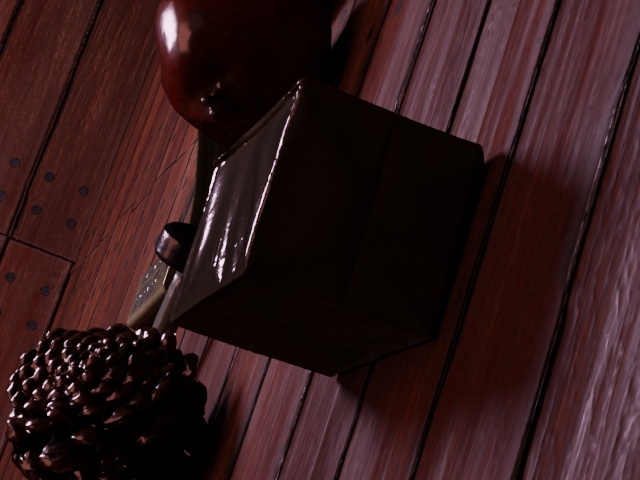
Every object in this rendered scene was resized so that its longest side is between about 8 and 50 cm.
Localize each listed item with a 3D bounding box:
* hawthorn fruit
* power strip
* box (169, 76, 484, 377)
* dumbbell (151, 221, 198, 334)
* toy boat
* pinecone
[{"bbox_3d":[-0.095,-0.198,1.841,0.208,0.208,0.248,-57,8,38],"label":"hawthorn fruit"},{"bbox_3d":[-0.211,0.055,2.282,0.268,0.034,0.092,-39,31,65],"label":"power strip"},{"bbox_3d":[0.000,0.000,1.257,0.231,0.155,0.149,150,138,-68],"label":"box"},{"bbox_3d":[-0.171,0.082,1.932,0.100,0.100,0.191,-110,43,-72],"label":"dumbbell"},{"bbox_3d":[-0.131,-0.116,2.054,0.093,0.055,0.293,-50,-32,-69],"label":"toy boat"},{"bbox_3d":[-0.215,0.192,1.726,0.221,0.221,0.221,-158,90,-77],"label":"pinecone"}]
